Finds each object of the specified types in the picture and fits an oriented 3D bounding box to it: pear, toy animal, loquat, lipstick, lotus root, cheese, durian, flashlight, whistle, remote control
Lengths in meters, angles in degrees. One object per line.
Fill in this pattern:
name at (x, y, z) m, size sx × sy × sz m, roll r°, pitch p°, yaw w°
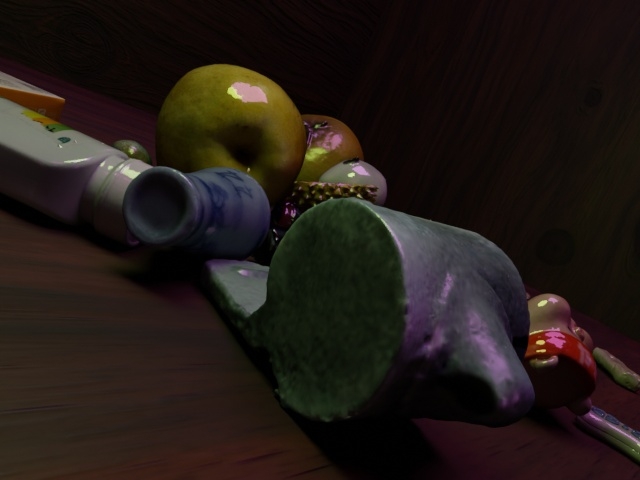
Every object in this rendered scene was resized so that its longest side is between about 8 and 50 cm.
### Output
pear at (-0.177, -0.188, 1.052) m, size 0.314 × 0.314 × 0.314 m, roll 24°, pitch 9°, yaw -4°
toy animal at (0.302, 0.155, 0.789) m, size 0.171 × 0.171 × 0.198 m, roll 19°, pitch 7°, yaw -32°
loquat at (-0.024, -0.218, 1.677) m, size 0.328 × 0.328 × 0.359 m, roll 31°, pitch -33°, yaw 34°
lipstick at (0.035, 0.039, 1.012) m, size 0.077 × 0.077 × 0.418 m, roll 32°, pitch 11°, yaw 38°
lotus root at (-0.368, -0.151, 1.041) m, size 0.088 × 0.088 × 0.165 m, roll 20°, pitch 0°, yaw -24°
cheese at (0.728, 0.315, 1.331) m, size 0.065 × 0.043 × 0.194 m, roll 24°, pitch 8°, yaw 4°
durian at (0.019, -0.070, 1.273) m, size 0.260 × 0.186 × 0.154 m, roll -10°, pitch 19°, yaw -12°
toy animal at (0.074, -0.099, 1.435) m, size 0.187 × 0.235 × 0.165 m, roll 18°, pitch 5°, yaw -35°
flashlight at (0.000, 0.000, 1.120) m, size 0.232 × 0.093 × 0.093 m, roll 24°, pitch 8°, yaw -25°
whistle at (0.019, 0.082, 0.550) m, size 0.168 × 0.188 × 0.405 m, roll 11°, pitch -18°, yaw -37°
remote control at (0.435, 0.283, 0.784) m, size 0.122 × 0.032 × 0.074 m, roll 29°, pitch 10°, yaw 31°

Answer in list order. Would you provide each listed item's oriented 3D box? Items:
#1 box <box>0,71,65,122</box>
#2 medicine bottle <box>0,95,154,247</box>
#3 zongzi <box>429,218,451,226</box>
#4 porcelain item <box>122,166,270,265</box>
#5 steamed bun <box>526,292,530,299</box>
box at (-0.643, -0.275, 0.985) m, size 0.221 × 0.091 × 0.274 m, roll 24°, pitch 9°, yaw 4°
medicine bottle at (-0.349, -0.099, 0.686) m, size 0.296 × 0.111 × 0.161 m, roll 26°, pitch 14°, yaw 3°
zongzi at (0.270, 0.000, 1.644) m, size 0.360 × 0.160 × 0.323 m, roll 14°, pitch 6°, yaw -18°
porcelain item at (-0.148, -0.034, 0.699) m, size 0.141 × 0.141 × 0.259 m, roll 26°, pitch 2°, yaw 11°
steamed bun at (0.409, 0.120, 1.343) m, size 0.292 × 0.137 × 0.295 m, roll 34°, pitch 11°, yaw 34°
